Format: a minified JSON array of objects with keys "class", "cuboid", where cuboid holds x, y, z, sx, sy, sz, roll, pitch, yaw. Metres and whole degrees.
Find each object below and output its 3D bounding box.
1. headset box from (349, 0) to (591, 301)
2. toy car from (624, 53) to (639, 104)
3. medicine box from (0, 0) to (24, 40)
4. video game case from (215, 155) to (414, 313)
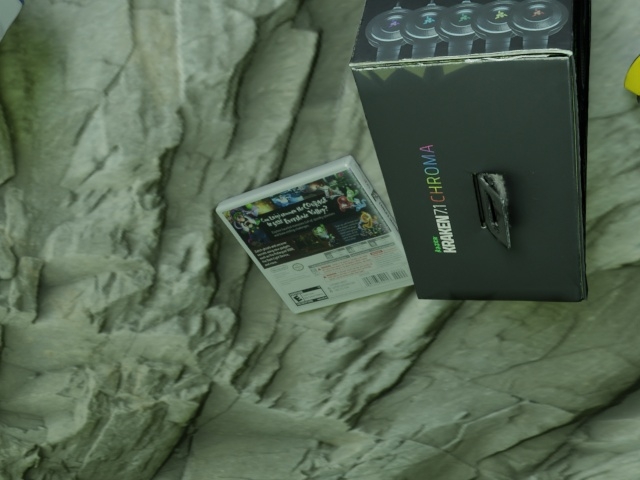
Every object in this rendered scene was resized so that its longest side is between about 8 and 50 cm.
[{"class":"headset box","cuboid":[0.126,-0.121,0.660,0.131,0.283,0.246,0,141,18]},{"class":"toy car","cuboid":[0.400,-0.103,0.756,0.225,0.053,0.239,-19,120,34]},{"class":"medicine box","cuboid":[-0.465,-0.253,0.804,0.289,0.149,0.263,20,164,37]},{"class":"video game case","cuboid":[0.000,0.000,1.036,0.190,0.022,0.173,-16,121,34]}]
